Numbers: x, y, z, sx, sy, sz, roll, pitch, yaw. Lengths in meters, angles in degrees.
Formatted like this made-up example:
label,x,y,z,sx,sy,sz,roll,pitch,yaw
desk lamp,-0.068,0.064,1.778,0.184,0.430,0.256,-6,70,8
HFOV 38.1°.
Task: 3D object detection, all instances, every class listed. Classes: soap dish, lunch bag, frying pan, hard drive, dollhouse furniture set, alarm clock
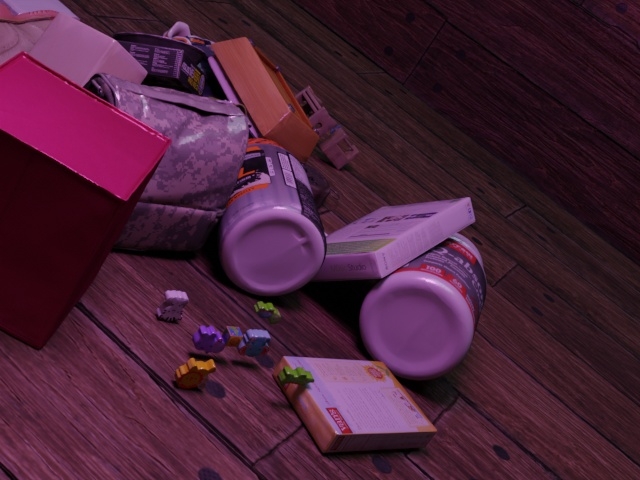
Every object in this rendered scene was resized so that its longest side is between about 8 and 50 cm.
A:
label,x,y,z,sx,sy,sz,roll,pitch,yaw
soap dish,-0.130,-0.333,2.210,0.291,0.118,0.229,60,12,24
lunch bag,-0.286,-0.138,1.555,0.305,0.256,0.212,8,35,-44
frying pan,-0.360,-0.399,2.005,0.197,0.053,0.326,10,-2,-18
hard drive,-0.733,-0.595,2.152,0.307,0.040,0.203,41,24,14
dollhouse furniture set,-0.014,-0.278,2.422,0.183,0.129,0.129,47,9,-41
alarm clock,-0.025,-0.131,2.161,0.192,0.064,0.129,19,27,-39

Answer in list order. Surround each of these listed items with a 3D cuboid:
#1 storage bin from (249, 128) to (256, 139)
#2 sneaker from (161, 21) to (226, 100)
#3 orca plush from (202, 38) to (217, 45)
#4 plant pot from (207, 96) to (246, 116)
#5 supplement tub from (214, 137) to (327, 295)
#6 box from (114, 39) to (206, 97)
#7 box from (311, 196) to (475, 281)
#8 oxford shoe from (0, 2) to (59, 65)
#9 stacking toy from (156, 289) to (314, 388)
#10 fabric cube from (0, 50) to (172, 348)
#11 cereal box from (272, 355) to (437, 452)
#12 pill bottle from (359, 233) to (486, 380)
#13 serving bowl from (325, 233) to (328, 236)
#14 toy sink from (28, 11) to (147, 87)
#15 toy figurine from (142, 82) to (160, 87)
label,x,y,z,sx,sy,sz,roll,pitch,yaw
storage bin,-0.229,-0.212,2.014,0.180,0.084,0.122,12,31,-44
sneaker,-0.308,-0.417,2.263,0.126,0.127,0.321,7,37,-51
orca plush,-0.240,-0.417,2.450,0.287,0.102,0.151,42,-23,-7
plant pot,-0.211,-0.264,1.945,0.079,0.083,0.083,31,20,26
supplement tub,-0.105,-0.056,1.731,0.194,0.193,0.316,24,24,-23
box,-0.386,-0.350,1.875,0.270,0.060,0.216,9,-3,6
box,0.119,-0.002,1.802,0.322,0.232,0.058,-26,105,-44
oxford shoe,-0.592,-0.371,1.835,0.146,0.140,0.397,67,20,-2
stacking toy,-0.134,0.158,1.421,0.221,0.052,0.167,9,34,-31
fabric cube,-0.397,-0.063,1.269,0.259,0.258,0.254,31,24,-7
cereal box,0.056,0.264,1.500,0.240,0.047,0.173,10,31,-43
pill bottle,0.213,0.108,1.809,0.210,0.210,0.363,35,23,3
serving bowl,0.000,0.000,1.973,0.083,0.027,0.083,29,23,-14
toy sink,-0.454,-0.265,1.679,0.153,0.234,0.131,29,-8,27
toy figurine,-0.304,-0.190,1.808,0.213,0.148,0.209,26,18,-14
